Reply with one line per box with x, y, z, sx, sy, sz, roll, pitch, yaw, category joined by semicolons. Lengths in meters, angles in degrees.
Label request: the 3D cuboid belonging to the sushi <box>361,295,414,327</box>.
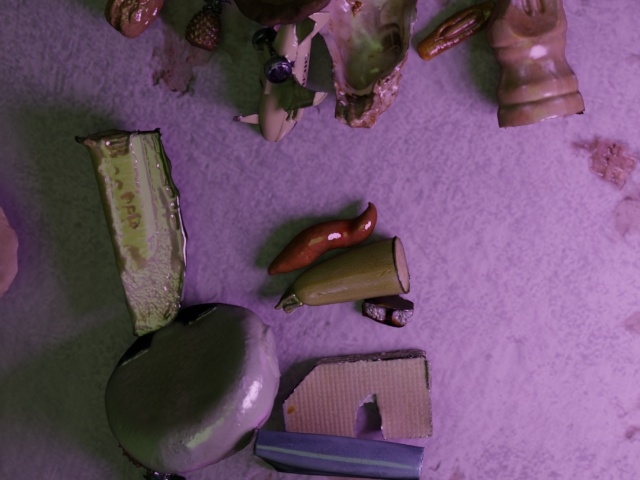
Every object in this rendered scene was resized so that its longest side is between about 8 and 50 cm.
0.107;0.112;1.648;0.083;0.044;0.046;14;125;4;sushi

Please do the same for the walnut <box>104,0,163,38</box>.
-0.282;-0.357;1.552;0.079;0.082;0.096;39;96;26;walnut

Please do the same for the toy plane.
-0.054;-0.248;1.520;0.104;0.241;0.256;2;134;-29;toy plane

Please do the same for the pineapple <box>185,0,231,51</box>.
-0.165;-0.354;1.564;0.058;0.058;0.124;21;89;0;pineapple

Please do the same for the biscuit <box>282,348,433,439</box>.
0.060;0.260;1.673;0.250;0.046;0.147;-6;103;5;biscuit

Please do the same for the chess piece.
0.302;-0.319;1.493;0.137;0.137;0.300;-9;97;7;chess piece

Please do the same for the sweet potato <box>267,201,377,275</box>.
0.001;0.002;1.618;0.202;0.058;0.055;-25;78;10;sweet potato

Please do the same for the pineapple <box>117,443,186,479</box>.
-0.289;0.362;1.701;0.083;0.103;0.221;-8;105;41;pineapple

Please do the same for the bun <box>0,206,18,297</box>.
-0.599;0.002;1.619;0.260;0.152;0.259;5;112;12;bun

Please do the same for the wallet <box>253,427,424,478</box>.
0.035;0.339;1.586;0.252;0.290;0.054;5;75;5;wallet

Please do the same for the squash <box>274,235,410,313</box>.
0.030;0.070;1.616;0.224;0.094;0.094;-18;100;13;squash

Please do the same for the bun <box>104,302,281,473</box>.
-0.179;0.247;1.604;0.293;0.293;0.187;-28;133;10;bun

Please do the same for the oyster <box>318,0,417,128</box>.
0.067;-0.278;1.541;0.162;0.107;0.232;2;85;14;oyster

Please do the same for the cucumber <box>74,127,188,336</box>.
-0.279;-0.019;1.613;0.145;0.105;0.325;-10;99;0;cucumber

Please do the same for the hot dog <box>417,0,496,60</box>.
0.206;-0.319;1.546;0.137;0.028;0.044;-28;92;11;hot dog

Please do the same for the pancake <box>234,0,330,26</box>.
-0.035;-0.435;1.440;0.286;0.033;0.288;-36;57;33;pancake
